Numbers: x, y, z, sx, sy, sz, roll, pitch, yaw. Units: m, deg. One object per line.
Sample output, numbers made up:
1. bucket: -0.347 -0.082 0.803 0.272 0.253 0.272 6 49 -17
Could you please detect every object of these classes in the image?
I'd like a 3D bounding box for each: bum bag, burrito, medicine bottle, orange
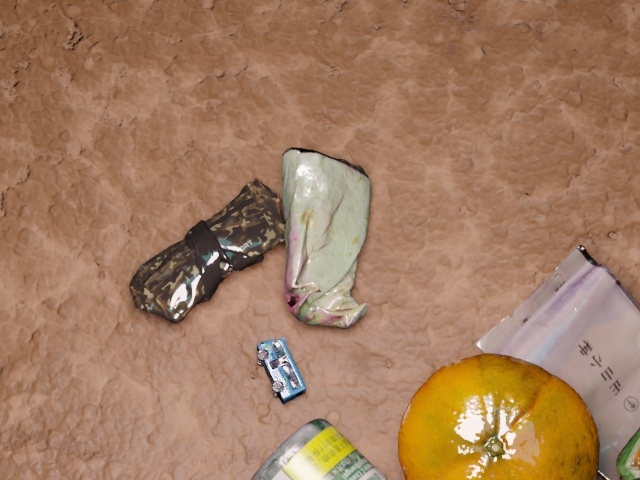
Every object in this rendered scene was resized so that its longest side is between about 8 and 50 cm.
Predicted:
1. bum bag: -0.145 0.018 1.603 0.248 0.069 0.102 -41 45 -10
2. burrito: 0.000 0.000 1.587 0.144 0.089 0.228 19 66 -36
3. medicine bottle: 0.054 0.362 1.445 0.141 0.141 0.293 -43 76 -12
4. orange: 0.212 0.248 1.424 0.240 0.171 0.240 -1 78 4

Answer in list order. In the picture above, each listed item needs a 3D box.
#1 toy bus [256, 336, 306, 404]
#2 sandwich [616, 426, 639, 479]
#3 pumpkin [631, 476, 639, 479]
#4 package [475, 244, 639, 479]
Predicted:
1. toy bus: -0.052 0.170 1.566 0.046 0.038 0.083 -23 74 -11
2. sandwich: 0.463 0.234 1.461 0.109 0.160 0.185 40 71 9
3. pumpkin: 0.433 0.398 1.367 0.197 0.263 0.293 -37 71 -16
4. package: 0.354 0.159 1.553 0.204 0.062 0.251 -42 88 -12
